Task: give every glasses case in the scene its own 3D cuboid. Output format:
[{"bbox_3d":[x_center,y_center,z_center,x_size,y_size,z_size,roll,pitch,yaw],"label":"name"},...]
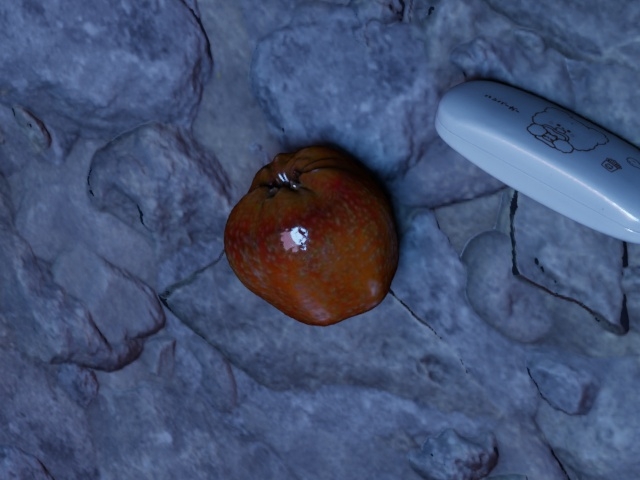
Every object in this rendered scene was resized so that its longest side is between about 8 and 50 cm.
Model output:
[{"bbox_3d":[0.170,-0.057,1.222,0.193,0.074,0.049,32,129,20],"label":"glasses case"}]

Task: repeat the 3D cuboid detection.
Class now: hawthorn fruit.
[{"bbox_3d":[0.000,0.000,1.352,0.133,0.133,0.138,-4,127,38],"label":"hawthorn fruit"}]
